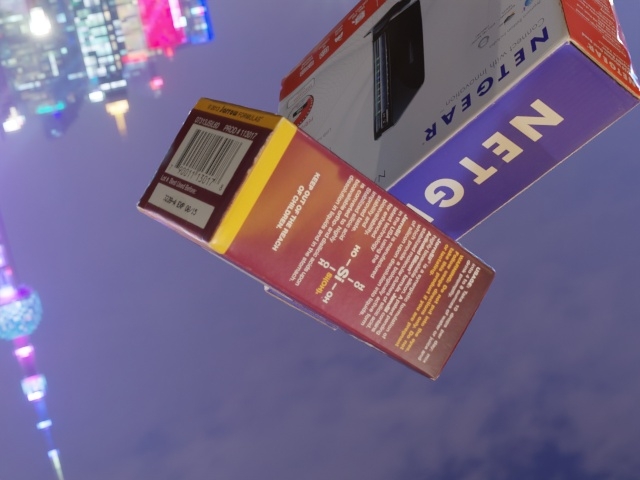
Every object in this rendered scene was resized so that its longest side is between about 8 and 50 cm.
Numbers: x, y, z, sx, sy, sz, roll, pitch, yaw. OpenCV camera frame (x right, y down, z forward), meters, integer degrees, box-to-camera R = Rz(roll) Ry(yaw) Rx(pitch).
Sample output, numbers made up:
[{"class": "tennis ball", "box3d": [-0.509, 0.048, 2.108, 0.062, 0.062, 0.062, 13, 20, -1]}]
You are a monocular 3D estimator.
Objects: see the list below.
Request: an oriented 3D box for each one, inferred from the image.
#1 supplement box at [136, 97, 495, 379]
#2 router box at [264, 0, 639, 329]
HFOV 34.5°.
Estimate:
[{"class": "supplement box", "box3d": [0.000, 0.000, 0.620, 0.104, 0.188, 0.081, 24, -98, 56]}, {"class": "router box", "box3d": [0.092, -0.132, 0.886, 0.335, 0.082, 0.301, -40, -148, 33]}]
